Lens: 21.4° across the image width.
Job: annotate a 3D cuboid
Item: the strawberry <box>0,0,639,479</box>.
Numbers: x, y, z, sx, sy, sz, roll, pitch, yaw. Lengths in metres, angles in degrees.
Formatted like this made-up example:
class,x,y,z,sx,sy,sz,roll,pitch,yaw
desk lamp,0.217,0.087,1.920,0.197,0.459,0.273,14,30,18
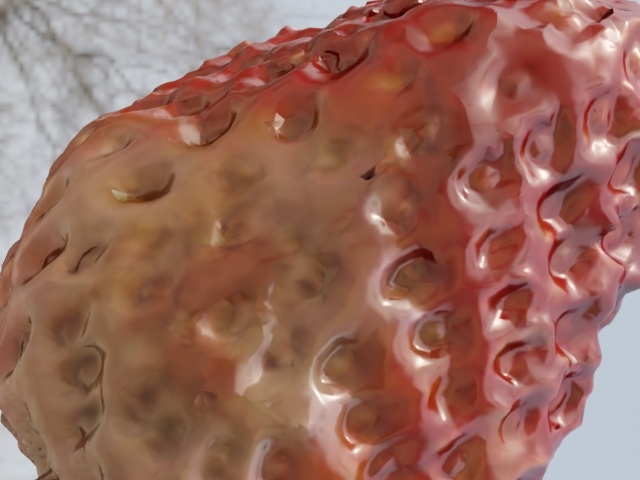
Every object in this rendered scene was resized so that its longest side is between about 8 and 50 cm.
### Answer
class,x,y,z,sx,sy,sz,roll,pitch,yaw
strawberry,0.000,0.000,0.723,0.336,0.149,0.265,-43,-121,7
